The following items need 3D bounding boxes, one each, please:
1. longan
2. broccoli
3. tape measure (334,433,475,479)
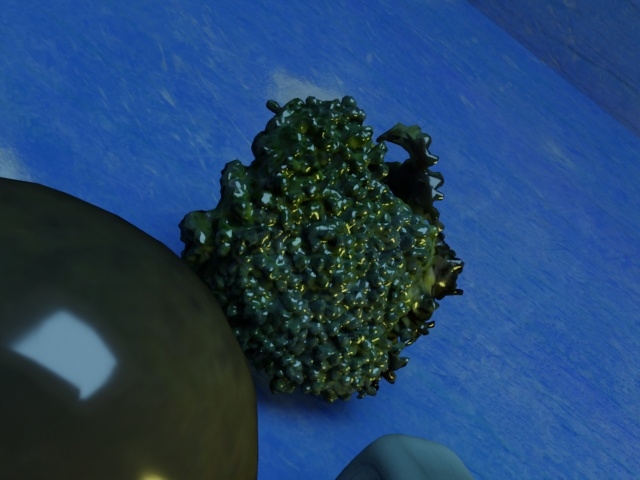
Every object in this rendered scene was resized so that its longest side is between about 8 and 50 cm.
[{"bbox_3d":[-0.239,0.130,0.752,0.404,0.404,0.336,33,73,-8],"label":"longan"},{"bbox_3d":[0.007,0.007,1.133,0.334,0.324,0.272,36,25,-24],"label":"broccoli"},{"bbox_3d":[0.075,0.327,0.908,0.125,0.246,0.243,20,34,-30],"label":"tape measure"}]
